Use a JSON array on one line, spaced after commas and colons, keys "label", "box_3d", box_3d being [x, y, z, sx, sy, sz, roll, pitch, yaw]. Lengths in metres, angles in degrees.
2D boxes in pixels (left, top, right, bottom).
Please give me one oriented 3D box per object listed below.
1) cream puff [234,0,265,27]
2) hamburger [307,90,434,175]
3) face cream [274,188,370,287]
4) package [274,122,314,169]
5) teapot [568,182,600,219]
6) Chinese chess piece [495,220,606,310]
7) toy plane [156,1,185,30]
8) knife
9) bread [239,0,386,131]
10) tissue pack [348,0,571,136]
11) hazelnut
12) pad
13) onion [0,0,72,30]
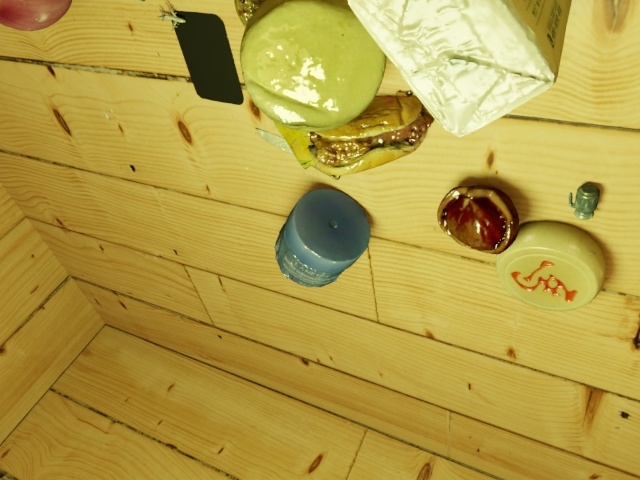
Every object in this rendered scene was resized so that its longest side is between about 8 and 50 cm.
[{"label": "cream puff", "box_3d": [-0.127, -0.546, 1.208, 0.148, 0.084, 0.149, 20, 138, 19]}, {"label": "hamburger", "box_3d": [0.102, -0.257, 1.297, 0.282, 0.245, 0.156, 22, 145, 40]}, {"label": "face cream", "box_3d": [0.000, 0.000, 1.609, 0.248, 0.249, 0.225, 34, 147, -2]}, {"label": "package", "box_3d": [-0.039, -0.297, 1.424, 0.168, 0.090, 0.226, -13, 123, 42]}, {"label": "teapot", "box_3d": [0.609, -0.091, 1.215, 0.063, 0.049, 0.083, 13, 140, 25]}, {"label": "Chinese chess piece", "box_3d": [0.597, 0.070, 1.369, 0.273, 0.102, 0.273, 20, 142, 16]}, {"label": "toy plane", "box_3d": [-0.394, -0.593, 1.395, 0.084, 0.024, 0.078, 15, 139, 14]}, {"label": "knife", "box_3d": [-0.067, -0.262, 1.550, 0.297, 0.017, 0.047, 30, 142, 11]}, {"label": "bread", "box_3d": [-0.016, -0.389, 1.147, 0.320, 0.237, 0.321, -4, 123, -6]}, {"label": "tissue pack", "box_3d": [0.246, -0.400, 0.850, 0.297, 0.381, 0.207, 46, 138, -16]}, {"label": "hazelnut", "box_3d": [0.394, -0.054, 1.316, 0.201, 0.160, 0.171, 4, 102, 23]}, {"label": "pad", "box_3d": [-0.312, -0.503, 1.462, 0.180, 0.004, 0.267, 15, 141, 23]}, {"label": "onion", "box_3d": [-0.828, -0.733, 1.338, 0.358, 0.344, 0.359, 7, 101, 36]}]
